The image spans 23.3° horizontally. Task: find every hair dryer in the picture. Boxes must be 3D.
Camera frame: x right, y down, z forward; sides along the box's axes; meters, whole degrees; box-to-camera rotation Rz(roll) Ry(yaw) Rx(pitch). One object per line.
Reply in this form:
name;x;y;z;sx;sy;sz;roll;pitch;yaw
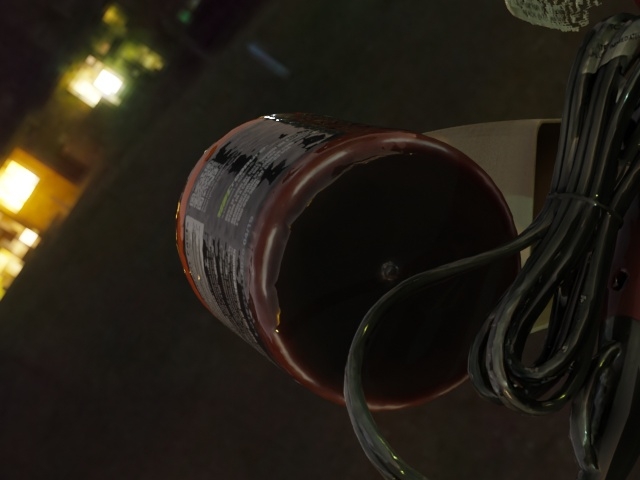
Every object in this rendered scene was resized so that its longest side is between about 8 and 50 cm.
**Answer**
hair dryer;0.115;-0.037;0.498;0.080;0.293;0.223;3;96;56

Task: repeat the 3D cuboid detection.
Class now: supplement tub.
supplement tub;0.000;0.000;0.645;0.106;0.106;0.198;-57;18;-2

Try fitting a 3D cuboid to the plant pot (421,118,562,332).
plant pot;0.095;-0.016;0.844;0.109;0.096;0.109;-9;-76;-56
